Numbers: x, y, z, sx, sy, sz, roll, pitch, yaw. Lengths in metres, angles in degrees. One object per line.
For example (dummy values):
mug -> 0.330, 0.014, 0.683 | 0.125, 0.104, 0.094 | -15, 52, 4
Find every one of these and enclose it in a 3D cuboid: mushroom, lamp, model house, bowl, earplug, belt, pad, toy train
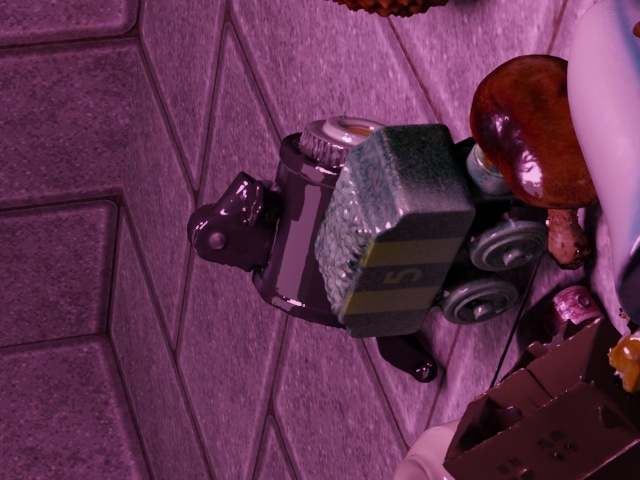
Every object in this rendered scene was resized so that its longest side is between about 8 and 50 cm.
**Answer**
mushroom -> 0.244, -0.065, 1.861 | 0.217, 0.148, 0.227 | 78, 176, -47
lamp -> 0.040, -0.021, 2.312 | 0.272, 0.374, 0.205 | -58, 23, 12
model house -> 0.285, 0.219, 1.759 | 0.243, 0.204, 0.211 | 47, 124, -8
bowl -> 0.166, 0.323, 2.162 | 0.238, 0.126, 0.237 | -178, 90, -65
earplug -> 0.303, -0.099, 1.576 | 0.185, 0.185, 0.324 | 104, 158, -48
belt -> 0.251, 0.133, 1.965 | 0.053, 0.071, 0.232 | 60, 154, 29
pad -> 0.204, 0.127, 1.973 | 0.267, 0.004, 0.181 | 91, -159, -68
toy train -> 0.125, -0.005, 2.027 | 0.299, 0.238, 0.166 | 109, 152, -52

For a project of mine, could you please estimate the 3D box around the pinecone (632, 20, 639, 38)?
pinecone -> 0.358, -0.104, 1.304 | 0.244, 0.244, 0.309 | -149, 44, -67

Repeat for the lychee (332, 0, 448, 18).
lychee -> 0.062, -0.383, 2.045 | 0.267, 0.268, 0.267 | 172, 90, -72

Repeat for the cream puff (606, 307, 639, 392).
cream puff -> 0.339, 0.097, 1.633 | 0.121, 0.156, 0.156 | -31, 59, 24
